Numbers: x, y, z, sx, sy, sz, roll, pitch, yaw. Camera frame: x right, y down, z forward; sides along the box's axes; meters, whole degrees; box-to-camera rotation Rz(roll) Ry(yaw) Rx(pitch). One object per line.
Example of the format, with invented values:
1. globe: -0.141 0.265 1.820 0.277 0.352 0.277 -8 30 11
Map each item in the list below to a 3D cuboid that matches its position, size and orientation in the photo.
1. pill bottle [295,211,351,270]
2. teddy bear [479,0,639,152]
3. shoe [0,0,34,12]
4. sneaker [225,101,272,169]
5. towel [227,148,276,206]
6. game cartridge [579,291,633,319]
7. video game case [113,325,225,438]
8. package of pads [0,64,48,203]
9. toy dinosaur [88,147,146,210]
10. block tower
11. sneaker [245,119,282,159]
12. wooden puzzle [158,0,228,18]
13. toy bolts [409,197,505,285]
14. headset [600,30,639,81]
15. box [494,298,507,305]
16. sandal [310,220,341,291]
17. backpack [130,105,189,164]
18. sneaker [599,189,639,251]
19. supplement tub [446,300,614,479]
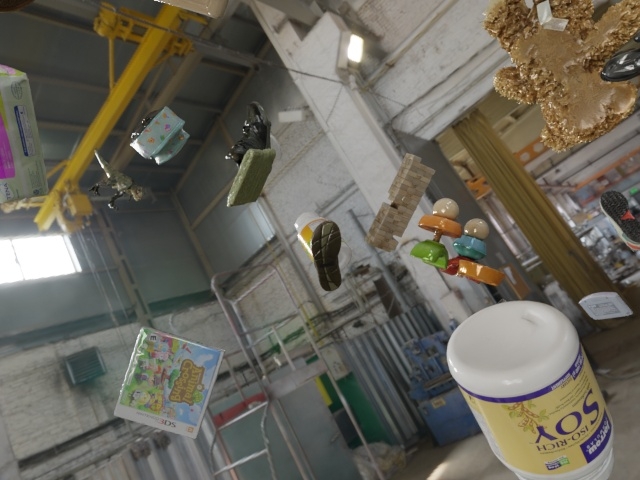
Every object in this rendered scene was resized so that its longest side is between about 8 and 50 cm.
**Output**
1. pill bottle: 0.000 0.000 1.624 0.137 0.245 0.136 -16 -49 -19
2. teddy bear: 0.407 -0.323 0.761 0.113 0.337 0.245 -5 -37 -47
3. shoe: -0.449 -0.410 0.661 0.059 0.218 0.076 2 -33 18
4. sneaker: -0.224 -0.313 1.379 0.130 0.227 0.087 -8 11 -33
5. towel: -0.160 -0.145 1.031 0.110 0.027 0.148 -22 -37 -62
6. game cartridge: 0.559 0.128 0.881 0.017 0.056 0.083 -43 2 -25
7. video game case: -0.340 0.321 1.011 0.023 0.194 0.212 -144 72 -86
8. package of pads: -0.634 -0.219 0.839 0.101 0.297 0.229 -24 -55 -45
9. toy dinosaur: -0.652 -0.174 1.408 0.118 0.268 0.064 -53 -18 1
10. block tower: 0.272 -0.124 1.532 0.091 0.097 0.335 -119 51 -72
11. sneaker: -0.227 -0.467 1.978 0.079 0.216 0.121 -30 17 32
12. wooden puzzle: -0.309 -0.677 1.094 0.044 0.239 0.220 -10 -58 -77
13. toy bolts: 0.356 0.008 1.058 0.229 0.218 0.158 23 -94 -53
14. headset: 0.538 -0.222 0.671 0.185 0.243 0.394 -9 -6 34
15. box: 0.607 0.359 1.444 0.216 0.270 0.060 -42 -31 8
16. sandal: 0.021 0.043 1.303 0.090 0.219 0.060 -10 24 -2
17. backpack: -0.506 -0.334 1.418 0.165 0.144 0.188 -53 18 -15
18. sneaker: 0.717 -0.044 1.066 0.057 0.161 0.075 -22 -38 13
19. supplement tub: 0.423 0.313 0.891 0.241 0.331 0.241 -28 18 10
